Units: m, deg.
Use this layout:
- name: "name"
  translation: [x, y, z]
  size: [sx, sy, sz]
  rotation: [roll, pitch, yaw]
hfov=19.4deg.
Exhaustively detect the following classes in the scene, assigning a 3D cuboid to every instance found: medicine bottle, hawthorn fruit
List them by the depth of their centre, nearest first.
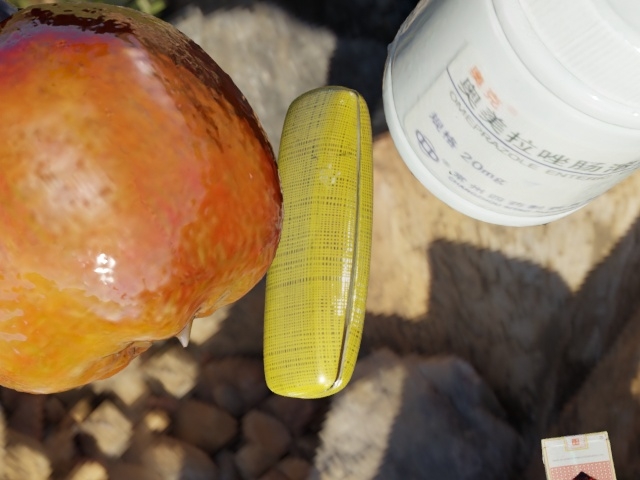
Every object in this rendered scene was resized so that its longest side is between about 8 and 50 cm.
- name: "hawthorn fruit"
  translation: [-0.128, -0.043, 0.968]
  size: [0.196, 0.196, 0.225]
  rotation: [-25, 92, 1]
- name: "medicine bottle"
  translation: [0.173, -0.139, 1.189]
  size: [0.190, 0.332, 0.190]
  rotation: [4, 75, -14]

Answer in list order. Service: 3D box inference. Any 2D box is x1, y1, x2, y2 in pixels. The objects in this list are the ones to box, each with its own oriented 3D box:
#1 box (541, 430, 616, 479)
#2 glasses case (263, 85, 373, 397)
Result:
- name: "box"
  translation: [0.177, 0.170, 1.259]
  size: [0.046, 0.012, 0.083]
  rotation: [-7, 58, 1]
- name: "glasses case"
  translation: [0.000, 0.000, 1.383]
  size: [0.079, 0.064, 0.234]
  rotation: [-8, 72, 42]
